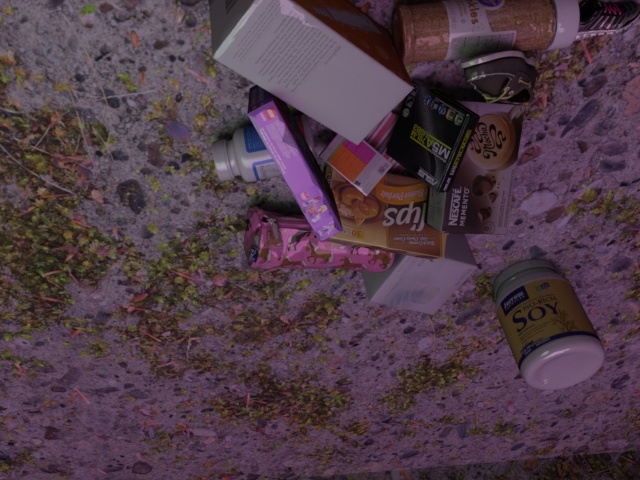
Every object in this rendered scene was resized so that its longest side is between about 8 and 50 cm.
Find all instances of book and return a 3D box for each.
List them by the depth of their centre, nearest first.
[{"bbox_3d":[0.081,-0.184,1.528,0.144,0.035,0.096,40,96,-10],"label":"book"}]

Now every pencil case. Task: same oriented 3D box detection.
[{"bbox_3d":[0.000,0.000,1.701,0.385,0.167,0.160,3,101,-15],"label":"pencil case"}]

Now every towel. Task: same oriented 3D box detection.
[{"bbox_3d":[0.154,-0.239,1.575,0.197,0.029,0.144,20,126,-30],"label":"towel"}]

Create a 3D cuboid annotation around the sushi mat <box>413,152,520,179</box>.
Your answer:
[{"bbox_3d":[0.341,-0.167,1.695,0.316,0.019,0.151,-38,132,26],"label":"sushi mat"}]

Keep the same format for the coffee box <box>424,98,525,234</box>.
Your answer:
[{"bbox_3d":[0.348,-0.169,1.525,0.168,0.119,0.298,2,104,-13],"label":"coffee box"}]

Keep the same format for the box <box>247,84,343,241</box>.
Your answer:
[{"bbox_3d":[-0.051,-0.165,1.328,0.057,0.201,0.293,-26,115,7],"label":"box"}]

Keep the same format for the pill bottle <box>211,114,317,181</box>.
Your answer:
[{"bbox_3d":[-0.124,-0.200,1.485,0.221,0.124,0.124,-11,137,0],"label":"pill bottle"}]

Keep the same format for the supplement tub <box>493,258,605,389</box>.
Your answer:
[{"bbox_3d":[0.660,0.244,1.963,0.240,0.331,0.241,-6,137,-6],"label":"supplement tub"}]

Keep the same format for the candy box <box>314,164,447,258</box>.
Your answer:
[{"bbox_3d":[0.155,-0.069,1.617,0.316,0.183,0.087,10,174,-16],"label":"candy box"}]

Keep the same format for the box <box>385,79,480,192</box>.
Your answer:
[{"bbox_3d":[0.240,-0.229,1.458,0.045,0.191,0.184,-5,127,-38],"label":"box"}]

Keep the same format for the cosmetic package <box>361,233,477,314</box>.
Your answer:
[{"bbox_3d":[0.269,0.074,1.847,0.224,0.138,0.224,13,132,-25],"label":"cosmetic package"}]

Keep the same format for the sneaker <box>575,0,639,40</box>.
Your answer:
[{"bbox_3d":[0.585,-0.474,1.390,0.170,0.063,0.075,-12,143,8],"label":"sneaker"}]

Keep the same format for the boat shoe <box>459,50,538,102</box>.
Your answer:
[{"bbox_3d":[0.374,-0.329,1.361,0.109,0.091,0.305,-3,-173,35],"label":"boat shoe"}]

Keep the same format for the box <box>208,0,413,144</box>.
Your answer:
[{"bbox_3d":[-0.020,-0.372,1.259,0.345,0.215,0.168,26,125,-33],"label":"box"}]

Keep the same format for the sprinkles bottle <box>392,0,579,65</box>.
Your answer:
[{"bbox_3d":[0.328,-0.430,1.339,0.355,0.121,0.121,-8,137,-4],"label":"sprinkles bottle"}]
